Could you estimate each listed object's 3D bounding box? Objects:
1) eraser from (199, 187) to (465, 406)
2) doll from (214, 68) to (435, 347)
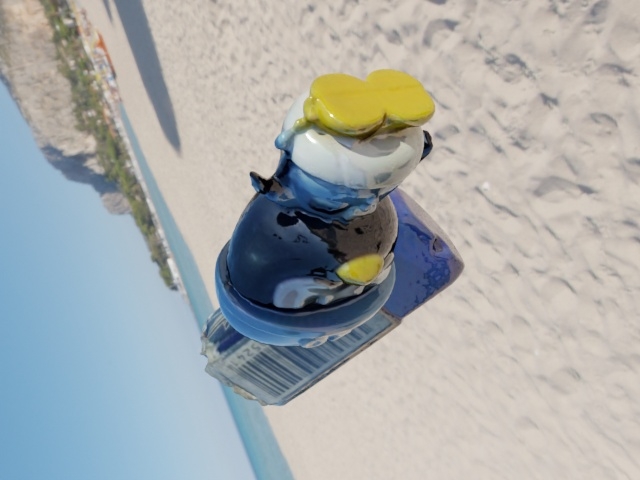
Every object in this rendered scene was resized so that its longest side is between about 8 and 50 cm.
[{"bbox_3d":[0.005,0.076,0.727,0.155,0.332,0.101,40,-160,-30],"label":"eraser"},{"bbox_3d":[0.000,0.000,0.502,0.141,0.177,0.314,60,149,30],"label":"doll"}]
